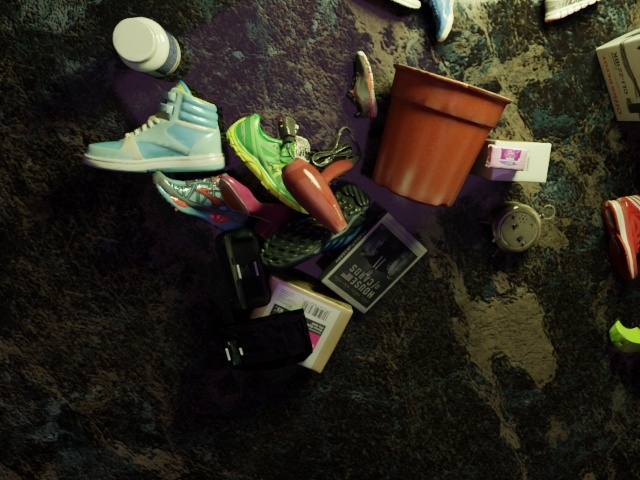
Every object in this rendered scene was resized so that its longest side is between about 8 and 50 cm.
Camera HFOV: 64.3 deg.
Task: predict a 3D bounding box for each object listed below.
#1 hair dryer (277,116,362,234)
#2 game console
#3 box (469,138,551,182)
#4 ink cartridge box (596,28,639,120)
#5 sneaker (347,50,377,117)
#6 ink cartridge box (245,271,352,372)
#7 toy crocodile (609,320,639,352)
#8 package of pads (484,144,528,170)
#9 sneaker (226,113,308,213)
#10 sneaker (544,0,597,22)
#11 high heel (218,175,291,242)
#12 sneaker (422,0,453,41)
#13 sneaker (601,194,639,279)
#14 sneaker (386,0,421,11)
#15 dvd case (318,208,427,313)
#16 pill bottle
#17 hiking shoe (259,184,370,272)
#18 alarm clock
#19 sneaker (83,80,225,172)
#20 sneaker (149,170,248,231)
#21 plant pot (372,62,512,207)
[{"bbox_3d":[0.017,-0.152,1.155,0.224,0.080,0.293,5,68,-23],"label":"hair dryer"},{"bbox_3d":[-0.153,0.145,1.238,0.213,0.044,0.361,-12,101,2],"label":"game console"},{"bbox_3d":[0.444,-0.194,1.217,0.130,0.170,0.091,2,104,-3],"label":"box"},{"bbox_3d":[0.766,-0.379,1.145,0.114,0.273,0.197,-24,102,6],"label":"ink cartridge box"},{"bbox_3d":[0.094,-0.368,1.218,0.065,0.061,0.157,-10,102,6],"label":"sneaker"},{"bbox_3d":[-0.063,0.206,1.318,0.235,0.088,0.193,24,99,-8],"label":"ink cartridge box"},{"bbox_3d":[0.960,0.228,1.379,0.341,0.105,0.115,-20,144,0],"label":"toy crocodile"},{"bbox_3d":[0.405,-0.181,1.114,0.083,0.032,0.050,5,104,-3],"label":"package of pads"},{"bbox_3d":[-0.093,-0.179,1.222,0.123,0.109,0.295,-42,103,6],"label":"sneaker"},{"bbox_3d":[0.602,-0.583,1.195,0.170,0.063,0.074,-24,109,7],"label":"sneaker"},{"bbox_3d":[-0.145,-0.099,1.194,0.117,0.082,0.244,-55,139,-17],"label":"high heel"},{"bbox_3d":[0.265,-0.546,1.185,0.085,0.058,0.152,7,98,-11],"label":"sneaker"},{"bbox_3d":[0.825,-0.013,1.323,0.128,0.087,0.221,-18,104,2],"label":"sneaker"},{"bbox_3d":[0.166,-0.589,1.172,0.161,0.057,0.075,21,106,-5],"label":"sneaker"},{"bbox_3d":[0.135,0.058,1.296,0.238,0.029,0.179,-47,123,6],"label":"dvd case"},{"bbox_3d":[-0.380,-0.422,1.112,0.112,0.186,0.112,-1,102,-4],"label":"pill bottle"},{"bbox_3d":[0.000,0.000,1.216,0.304,0.113,0.132,-32,144,-13],"label":"hiking shoe"},{"bbox_3d":[0.517,-0.041,1.313,0.192,0.064,0.129,-25,102,-1],"label":"alarm clock"},{"bbox_3d":[-0.385,-0.264,1.182,0.319,0.127,0.208,-3,105,-12],"label":"sneaker"},{"bbox_3d":[-0.272,-0.117,1.202,0.262,0.104,0.125,27,102,-41],"label":"sneaker"},{"bbox_3d":[0.254,-0.231,1.165,0.272,0.272,0.265,15,109,-6],"label":"plant pot"}]
